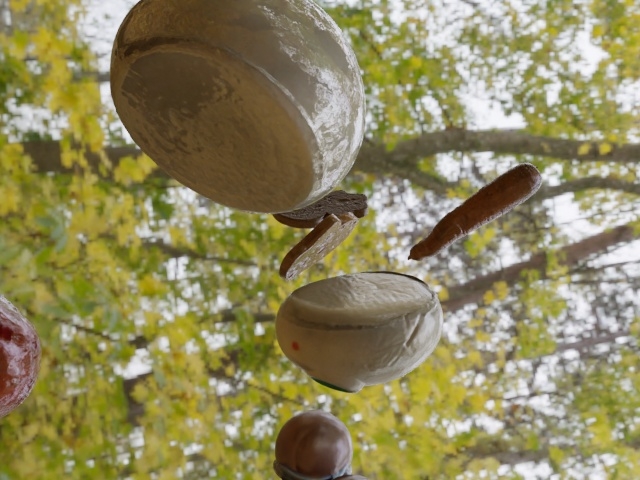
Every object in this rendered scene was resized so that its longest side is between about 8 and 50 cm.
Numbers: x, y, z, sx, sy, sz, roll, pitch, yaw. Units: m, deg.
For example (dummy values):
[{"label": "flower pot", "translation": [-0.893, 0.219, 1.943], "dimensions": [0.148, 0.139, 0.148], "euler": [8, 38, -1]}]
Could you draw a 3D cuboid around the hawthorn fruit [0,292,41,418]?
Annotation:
[{"label": "hawthorn fruit", "translation": [-0.320, 0.106, 0.834], "dimensions": [0.203, 0.163, 0.162], "euler": [5, -79, 48]}]

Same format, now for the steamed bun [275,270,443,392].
[{"label": "steamed bun", "translation": [0.052, 0.127, 1.270], "dimensions": [0.177, 0.228, 0.130], "euler": [-133, -142, -62]}]

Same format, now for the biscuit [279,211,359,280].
[{"label": "biscuit", "translation": [-0.001, -0.001, 1.325], "dimensions": [0.023, 0.140, 0.118], "euler": [48, -34, 15]}]

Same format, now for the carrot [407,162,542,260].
[{"label": "carrot", "translation": [0.237, -0.040, 1.449], "dimensions": [0.059, 0.248, 0.059], "euler": [55, 5, -8]}]

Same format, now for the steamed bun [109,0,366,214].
[{"label": "steamed bun", "translation": [-0.063, -0.139, 0.818], "dimensions": [0.145, 0.232, 0.232], "euler": [-62, -176, -31]}]

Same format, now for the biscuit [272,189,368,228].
[{"label": "biscuit", "translation": [-0.001, -0.055, 1.676], "dimensions": [0.124, 0.175, 0.026], "euler": [-89, 176, -59]}]

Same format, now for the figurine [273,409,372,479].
[{"label": "figurine", "translation": [-0.084, 0.475, 1.473], "dimensions": [0.276, 0.388, 0.248], "euler": [55, -12, 48]}]
